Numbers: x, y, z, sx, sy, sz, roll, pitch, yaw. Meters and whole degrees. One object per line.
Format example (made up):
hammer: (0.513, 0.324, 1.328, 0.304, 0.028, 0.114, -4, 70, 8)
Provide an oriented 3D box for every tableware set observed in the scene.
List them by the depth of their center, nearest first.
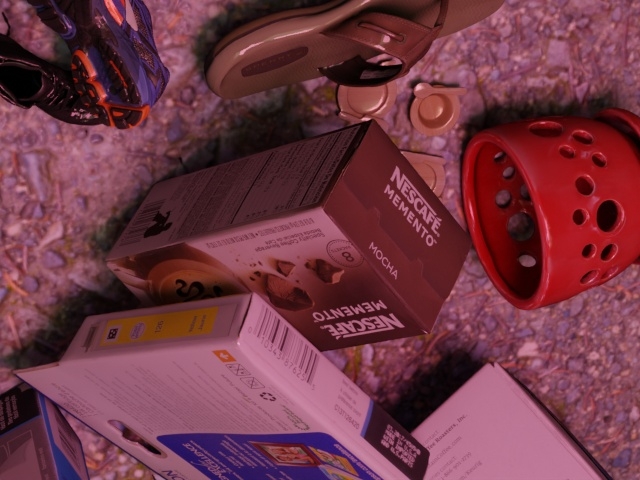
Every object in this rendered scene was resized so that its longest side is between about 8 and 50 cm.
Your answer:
tableware set: (0.075, -0.103, 1.507, 0.141, 0.020, 0.168, 4, 112, -19)

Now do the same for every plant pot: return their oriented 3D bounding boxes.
plant pot: (0.261, -0.038, 1.501, 0.174, 0.191, 0.191, -13, 117, -15)

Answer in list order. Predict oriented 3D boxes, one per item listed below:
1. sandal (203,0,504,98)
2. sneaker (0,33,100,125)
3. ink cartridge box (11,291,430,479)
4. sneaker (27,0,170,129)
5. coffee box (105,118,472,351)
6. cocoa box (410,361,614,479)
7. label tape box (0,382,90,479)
sandal: (0.040, -0.185, 1.399, 0.303, 0.086, 0.120, -21, 153, -2)
sneaker: (-0.262, -0.142, 1.342, 0.170, 0.089, 0.051, 29, 102, -26)
ink cartridge box: (-0.096, 0.168, 1.456, 0.303, 0.307, 0.072, 44, 54, -38)
sneaker: (-0.206, -0.213, 1.341, 0.083, 0.087, 0.221, -10, 108, 30)
coffee box: (-0.033, 0.012, 1.368, 0.168, 0.297, 0.119, 50, 49, -27)
cocoa box: (0.151, 0.336, 1.568, 0.347, 0.231, 0.228, -43, 158, 4)
label tape box: (-0.384, 0.306, 1.418, 0.334, 0.240, 0.106, -30, 119, -3)
